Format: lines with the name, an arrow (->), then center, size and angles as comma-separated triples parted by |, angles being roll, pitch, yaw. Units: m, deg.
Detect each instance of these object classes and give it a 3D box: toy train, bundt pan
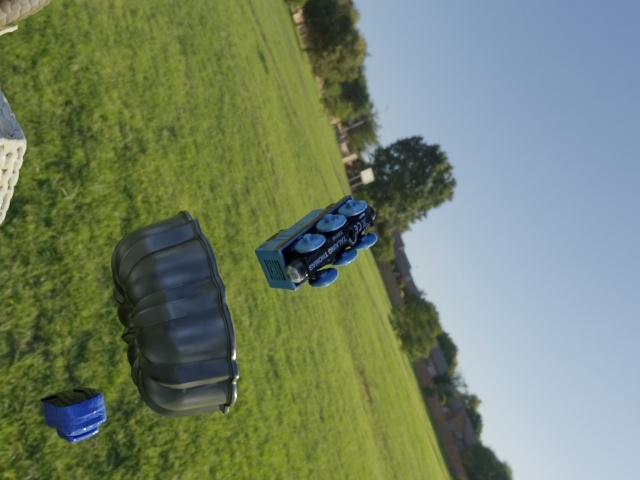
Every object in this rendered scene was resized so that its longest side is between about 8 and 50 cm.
toy train -> 0.000, 0.000, 0.794 | 0.184, 0.105, 0.080 | -40, 120, -39
bundt pan -> -0.242, 0.124, 0.889 | 0.331, 0.124, 0.331 | 34, -50, 54

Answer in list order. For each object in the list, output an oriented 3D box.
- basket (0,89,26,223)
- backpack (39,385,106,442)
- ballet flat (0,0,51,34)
basket -> -0.324, -0.097, 0.461 | 0.103, 0.113, 0.167 | -7, 53, -48
backpack -> -0.475, 0.341, 1.120 | 0.097, 0.120, 0.101 | -19, 96, -44
ballet flat -> -0.187, -0.178, 0.365 | 0.250, 0.084, 0.058 | -95, -170, -47
